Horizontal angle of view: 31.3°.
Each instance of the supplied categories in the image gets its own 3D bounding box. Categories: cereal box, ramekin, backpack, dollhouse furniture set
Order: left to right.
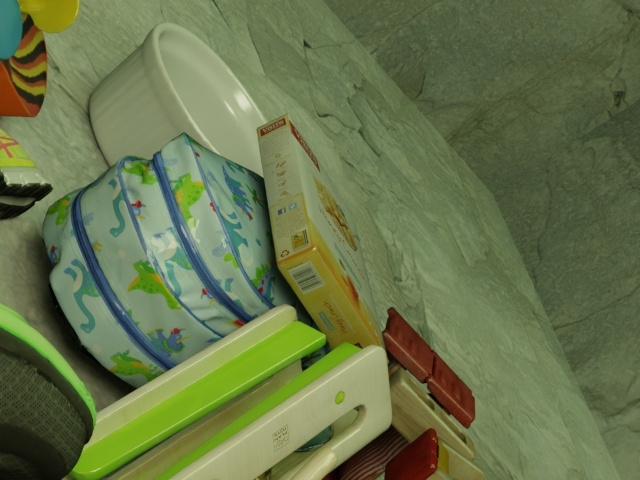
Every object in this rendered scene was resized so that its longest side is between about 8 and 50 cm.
[{"bbox_3d":[-0.174,-0.135,1.497,0.277,0.135,0.277,49,19,-23],"label":"ramekin"},{"bbox_3d":[-0.126,0.040,1.182,0.356,0.273,0.290,17,48,-46],"label":"backpack"},{"bbox_3d":[0.000,0.000,1.167,0.173,0.047,0.240,57,14,-37],"label":"cereal box"},{"bbox_3d":[0.051,0.231,1.250,0.152,0.201,0.374,46,12,-3],"label":"dollhouse furniture set"}]

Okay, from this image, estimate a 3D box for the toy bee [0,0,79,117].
[{"bbox_3d":[-0.333,-0.255,1.129,0.298,0.195,0.162,115,-12,-68],"label":"toy bee"}]

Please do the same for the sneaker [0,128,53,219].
[{"bbox_3d":[-0.334,-0.076,1.063,0.094,0.081,0.208,58,7,10],"label":"sneaker"}]

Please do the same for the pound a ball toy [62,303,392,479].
[{"bbox_3d":[-0.062,0.202,0.943,0.319,0.208,0.135,-31,128,-37],"label":"pound a ball toy"}]

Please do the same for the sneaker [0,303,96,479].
[{"bbox_3d":[-0.318,0.126,0.627,0.483,0.185,0.202,14,57,-56],"label":"sneaker"}]
